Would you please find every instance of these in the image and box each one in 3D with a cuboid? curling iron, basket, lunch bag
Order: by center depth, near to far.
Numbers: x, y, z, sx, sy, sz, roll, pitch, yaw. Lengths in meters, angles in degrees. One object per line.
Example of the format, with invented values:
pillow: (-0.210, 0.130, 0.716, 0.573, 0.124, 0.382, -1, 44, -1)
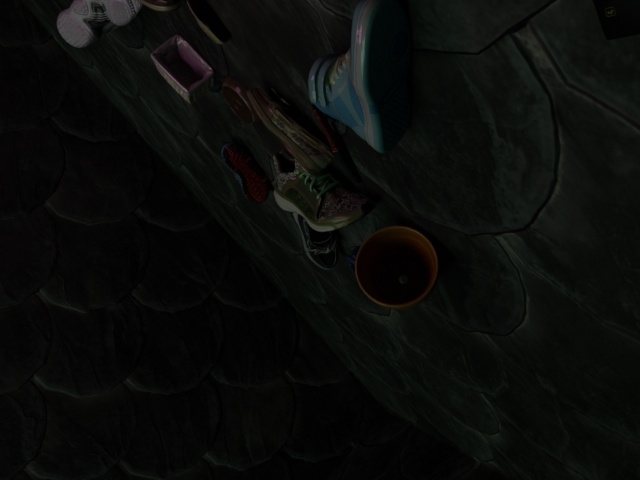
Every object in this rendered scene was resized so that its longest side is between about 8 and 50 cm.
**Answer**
curling iron: (0.043, -0.231, 1.270, 0.068, 0.035, 0.274, 31, 157, 42)
basket: (-0.411, -0.511, 1.590, 0.167, 0.113, 0.103, 46, 165, 3)
lunch bag: (0.125, 0.073, 1.719, 0.067, 0.065, 0.098, 33, 159, 37)

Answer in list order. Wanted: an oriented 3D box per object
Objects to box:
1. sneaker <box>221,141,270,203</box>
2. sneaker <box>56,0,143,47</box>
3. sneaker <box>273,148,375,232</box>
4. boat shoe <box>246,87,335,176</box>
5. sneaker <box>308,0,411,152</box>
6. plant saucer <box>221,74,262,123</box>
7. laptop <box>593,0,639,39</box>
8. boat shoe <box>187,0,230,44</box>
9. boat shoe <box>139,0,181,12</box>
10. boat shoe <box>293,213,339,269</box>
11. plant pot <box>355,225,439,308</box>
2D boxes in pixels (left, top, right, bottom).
sneaker: (-0.271, -0.255, 1.917, 0.262, 0.104, 0.125, 62, 175, -31)
sneaker: (-0.617, -0.722, 1.580, 0.365, 0.210, 0.137, -15, 125, 31)
sneaker: (-0.021, -0.152, 1.442, 0.410, 0.158, 0.182, 24, 143, 47)
boat shoe: (-0.078, -0.295, 1.361, 0.285, 0.089, 0.104, 49, -172, 1)
sneaker: (0.048, -0.307, 0.933, 0.208, 0.127, 0.319, 36, 160, 26)
plant saucer: (-0.237, -0.407, 1.554, 0.168, 0.029, 0.168, 42, 163, 16)
laptop: (0.277, -0.273, 0.436, 0.264, 0.136, 0.234, 54, 162, -25)
boat shoe: (-0.285, -0.546, 1.312, 0.135, 0.050, 0.045, 52, 157, -18)
boat shoe: (-0.455, -0.682, 1.343, 0.257, 0.095, 0.095, 41, 157, 18)
boat shoe: (0.004, -0.002, 1.761, 0.105, 0.113, 0.307, 49, 161, 50)
plant pot: (0.208, 0.086, 1.364, 0.205, 0.205, 0.188, 39, 177, 22)
